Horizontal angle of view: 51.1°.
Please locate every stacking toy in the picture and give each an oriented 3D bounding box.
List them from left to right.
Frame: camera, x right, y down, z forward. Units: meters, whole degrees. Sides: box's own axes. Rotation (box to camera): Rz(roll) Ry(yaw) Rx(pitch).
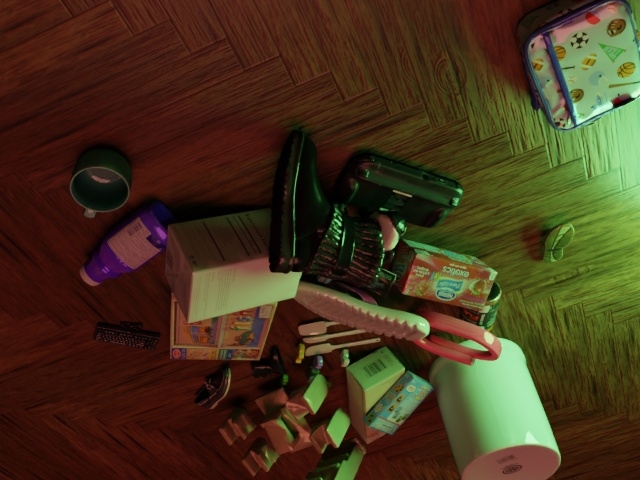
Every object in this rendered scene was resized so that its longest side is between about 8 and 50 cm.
[{"bbox_3d":[-0.022,0.405,2.127,0.167,0.052,0.221,10,138,-17],"label":"stacking toy"}]

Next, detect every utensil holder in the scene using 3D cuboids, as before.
[{"bbox_3d":[0.547,0.559,2.127,0.328,0.385,0.327,-5,133,-5],"label":"utensil holder"}]

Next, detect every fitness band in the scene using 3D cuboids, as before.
[{"bbox_3d":[0.395,0.296,2.008,0.291,0.054,0.209,17,153,17],"label":"fitness band"}]

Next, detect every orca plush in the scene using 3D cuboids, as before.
[{"bbox_3d":[0.163,-0.010,1.715,0.102,0.151,0.287,-24,156,-25],"label":"orca plush"}]

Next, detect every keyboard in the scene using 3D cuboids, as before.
[{"bbox_3d":[-0.561,0.276,1.949,0.180,0.023,0.108,14,128,-21],"label":"keyboard"}]

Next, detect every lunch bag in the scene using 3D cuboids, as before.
[{"bbox_3d":[0.565,-0.384,1.458,0.243,0.114,0.303,-24,130,16],"label":"lunch bag"}]

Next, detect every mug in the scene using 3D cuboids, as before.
[{"bbox_3d":[-0.508,-0.138,1.528,0.158,0.097,0.129,-25,131,15],"label":"mug"}]

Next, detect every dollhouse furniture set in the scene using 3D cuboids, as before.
[{"bbox_3d":[-0.049,0.640,2.201,0.362,0.256,0.394,-29,99,28],"label":"dollhouse furniture set"}]

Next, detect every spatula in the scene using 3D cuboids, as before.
[{"bbox_3d":[0.061,0.289,2.055,0.242,0.019,0.168,-10,132,1],"label":"spatula"}]

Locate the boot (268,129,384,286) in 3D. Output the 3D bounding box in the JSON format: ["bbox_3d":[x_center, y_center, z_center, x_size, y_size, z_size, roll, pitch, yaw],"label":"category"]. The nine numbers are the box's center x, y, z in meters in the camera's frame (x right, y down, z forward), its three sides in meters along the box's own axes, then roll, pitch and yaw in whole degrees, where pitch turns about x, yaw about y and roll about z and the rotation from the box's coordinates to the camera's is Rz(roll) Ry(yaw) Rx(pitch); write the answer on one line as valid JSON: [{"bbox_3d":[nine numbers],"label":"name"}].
[{"bbox_3d":[0.022,-0.071,1.562,0.260,0.131,0.347,5,88,-18],"label":"boot"}]

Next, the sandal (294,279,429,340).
[{"bbox_3d":[0.110,0.181,1.908,0.417,0.102,0.169,20,151,-5],"label":"sandal"}]

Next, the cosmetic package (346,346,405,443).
[{"bbox_3d":[0.181,0.506,2.175,0.160,0.113,0.309,-26,135,-19],"label":"cosmetic package"}]

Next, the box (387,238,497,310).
[{"bbox_3d":[0.328,0.093,1.821,0.257,0.128,0.122,13,105,-20],"label":"box"}]

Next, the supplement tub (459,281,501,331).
[{"bbox_3d":[0.469,0.209,1.986,0.106,0.106,0.197,-5,132,-4],"label":"supplement tub"}]

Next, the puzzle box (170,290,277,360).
[{"bbox_3d":[-0.280,0.236,1.857,0.272,0.052,0.408,3,148,-10],"label":"puzzle box"}]

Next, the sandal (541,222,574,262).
[{"bbox_3d":[0.653,0.001,1.867,0.072,0.049,0.180,-5,147,3],"label":"sandal"}]

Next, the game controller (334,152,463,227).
[{"bbox_3d":[0.198,-0.120,1.687,0.320,0.067,0.166,16,142,-21],"label":"game controller"}]

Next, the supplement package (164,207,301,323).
[{"bbox_3d":[-0.210,0.054,1.637,0.293,0.175,0.177,-11,136,-28],"label":"supplement package"}]

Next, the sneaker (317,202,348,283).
[{"bbox_3d":[0.000,0.000,1.750,0.125,0.104,0.261,12,129,6],"label":"sneaker"}]

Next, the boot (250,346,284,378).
[{"bbox_3d":[-0.170,0.385,2.095,0.099,0.045,0.121,-7,131,6],"label":"boot"}]

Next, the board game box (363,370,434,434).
[{"bbox_3d":[0.251,0.519,2.126,0.211,0.039,0.160,-48,139,5],"label":"board game box"}]

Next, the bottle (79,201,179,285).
[{"bbox_3d":[-0.482,0.018,1.672,0.283,0.092,0.118,-33,108,20],"label":"bottle"}]

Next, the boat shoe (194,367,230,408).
[{"bbox_3d":[-0.342,0.471,2.124,0.065,0.075,0.206,14,133,-24],"label":"boat shoe"}]

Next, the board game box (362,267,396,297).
[{"bbox_3d":[0.133,0.099,1.792,0.126,0.026,0.186,24,164,7],"label":"board game box"}]
